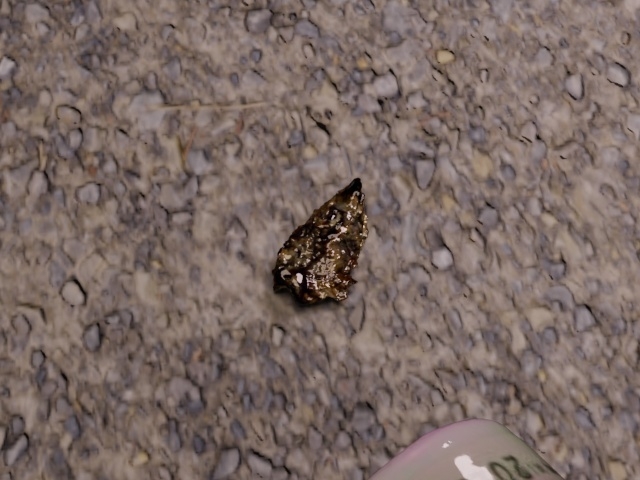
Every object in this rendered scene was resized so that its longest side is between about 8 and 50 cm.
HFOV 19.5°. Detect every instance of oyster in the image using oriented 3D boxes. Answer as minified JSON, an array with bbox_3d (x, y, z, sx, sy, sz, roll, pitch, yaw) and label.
[{"bbox_3d":[0.000,-0.001,1.646,0.086,0.029,0.132,0,54,2],"label":"oyster"}]

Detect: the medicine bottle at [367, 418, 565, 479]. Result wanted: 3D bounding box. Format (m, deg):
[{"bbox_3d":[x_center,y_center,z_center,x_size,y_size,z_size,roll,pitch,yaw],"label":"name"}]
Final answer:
[{"bbox_3d":[0.176,0.321,1.280,0.219,0.219,0.388,-33,58,-22],"label":"medicine bottle"}]
